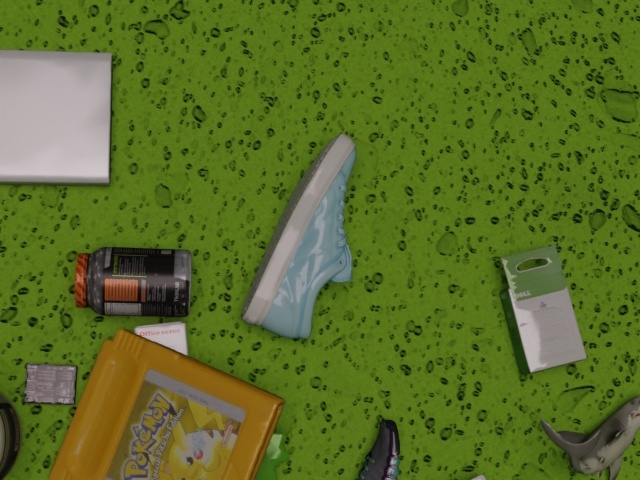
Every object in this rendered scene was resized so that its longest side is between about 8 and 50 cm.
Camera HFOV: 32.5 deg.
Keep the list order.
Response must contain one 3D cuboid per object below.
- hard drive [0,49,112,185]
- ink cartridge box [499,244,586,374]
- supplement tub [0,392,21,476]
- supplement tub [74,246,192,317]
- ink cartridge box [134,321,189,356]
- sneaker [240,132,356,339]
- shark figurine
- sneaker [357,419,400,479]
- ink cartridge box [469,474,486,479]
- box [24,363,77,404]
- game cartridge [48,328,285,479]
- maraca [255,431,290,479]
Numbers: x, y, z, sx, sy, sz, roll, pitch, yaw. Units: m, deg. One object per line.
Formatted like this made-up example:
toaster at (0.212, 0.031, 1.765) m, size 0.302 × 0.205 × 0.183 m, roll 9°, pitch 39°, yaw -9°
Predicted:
hard drive at (-0.539, -0.212, 1.889) m, size 0.352 × 0.047 × 0.233 m, roll 0°, pitch 81°, yaw -7°
ink cartridge box at (0.387, 0.124, 1.950) m, size 0.108 × 0.062 × 0.209 m, roll -13°, pitch 83°, yaw -9°
supplement tub at (-0.574, 0.309, 1.692) m, size 0.191 × 0.272 × 0.191 m, roll 1°, pitch 81°, yaw -7°
supplement tub at (-0.312, 0.070, 1.841) m, size 0.190 × 0.117 × 0.117 m, roll 3°, pitch 81°, yaw -7°
ink cartridge box at (-0.267, 0.203, 1.859) m, size 0.088 × 0.052 × 0.123 m, roll -5°, pitch 84°, yaw -8°
sneaker at (0.000, 0.000, 1.895) m, size 0.150 × 0.135 × 0.366 m, roll 26°, pitch 88°, yaw -11°
shark figurine at (0.452, 0.351, 1.893) m, size 0.116 × 0.278 × 0.166 m, roll 28°, pitch 112°, yaw 34°
sneaker at (0.080, 0.414, 1.860) m, size 0.098 × 0.083 × 0.224 m, roll 6°, pitch 82°, yaw -1°
ink cartridge box at (0.265, 0.502, 1.879) m, size 0.104 × 0.061 × 0.181 m, roll -22°, pitch 86°, yaw -10°
box at (-0.454, 0.242, 1.846) m, size 0.083 × 0.018 × 0.067 m, roll 3°, pitch 81°, yaw -7°
game cartridge at (-0.252, 0.326, 1.773) m, size 0.323 × 0.052 × 0.285 m, roll 21°, pitch 88°, yaw 15°
maraca at (-0.142, 0.339, 1.832) m, size 0.185 × 0.099 × 0.127 m, roll 30°, pitch 90°, yaw -6°
